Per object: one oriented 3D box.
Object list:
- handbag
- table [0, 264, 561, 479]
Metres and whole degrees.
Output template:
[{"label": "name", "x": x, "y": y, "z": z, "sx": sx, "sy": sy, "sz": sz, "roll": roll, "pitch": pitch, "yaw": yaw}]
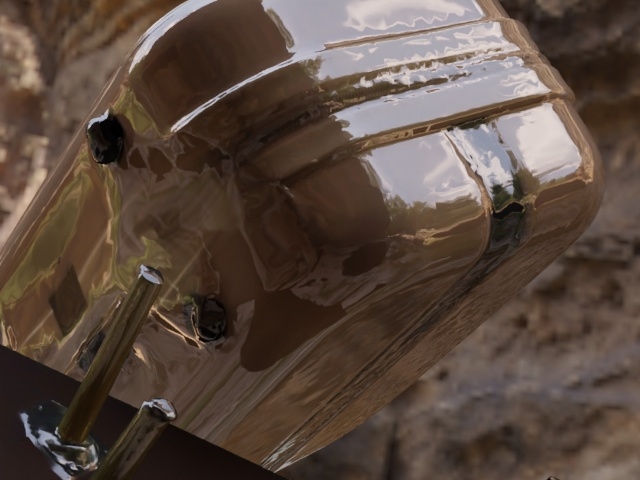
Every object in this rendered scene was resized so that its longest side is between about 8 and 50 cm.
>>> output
[{"label": "handbag", "x": 0.000, "y": 0.000, "z": 0.766, "sx": 0.283, "sy": 0.149, "sz": 0.302, "roll": -22, "pitch": -18, "yaw": -41}, {"label": "table", "x": -0.010, "y": 0.108, "z": 0.572, "sx": 0.240, "sy": 0.122, "sz": 0.111, "roll": 29, "pitch": -64, "yaw": -26}]
